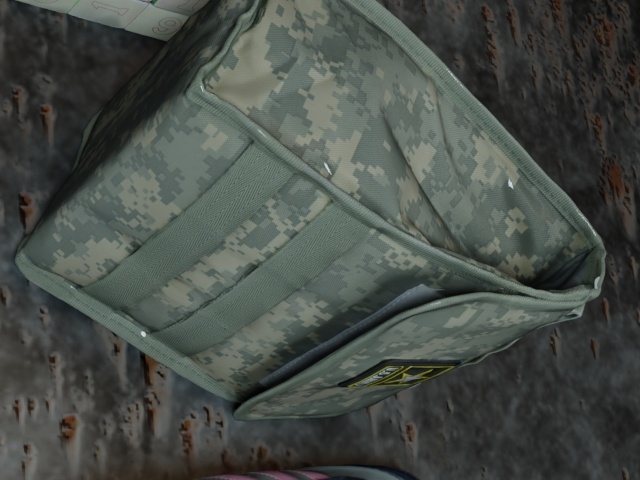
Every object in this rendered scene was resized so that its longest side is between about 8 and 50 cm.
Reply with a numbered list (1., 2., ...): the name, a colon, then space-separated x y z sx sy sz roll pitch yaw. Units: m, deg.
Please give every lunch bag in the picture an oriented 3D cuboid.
1. lunch bag: 0.000 0.000 0.836 0.287 0.235 0.169 36 50 -18

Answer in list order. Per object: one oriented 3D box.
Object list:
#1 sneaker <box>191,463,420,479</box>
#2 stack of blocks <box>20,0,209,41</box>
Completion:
1. sneaker: -0.029 0.189 0.808 0.319 0.131 0.112 -4 74 -37
2. stack of blocks: -0.167 -0.247 0.909 0.297 0.087 0.171 12 66 -32
